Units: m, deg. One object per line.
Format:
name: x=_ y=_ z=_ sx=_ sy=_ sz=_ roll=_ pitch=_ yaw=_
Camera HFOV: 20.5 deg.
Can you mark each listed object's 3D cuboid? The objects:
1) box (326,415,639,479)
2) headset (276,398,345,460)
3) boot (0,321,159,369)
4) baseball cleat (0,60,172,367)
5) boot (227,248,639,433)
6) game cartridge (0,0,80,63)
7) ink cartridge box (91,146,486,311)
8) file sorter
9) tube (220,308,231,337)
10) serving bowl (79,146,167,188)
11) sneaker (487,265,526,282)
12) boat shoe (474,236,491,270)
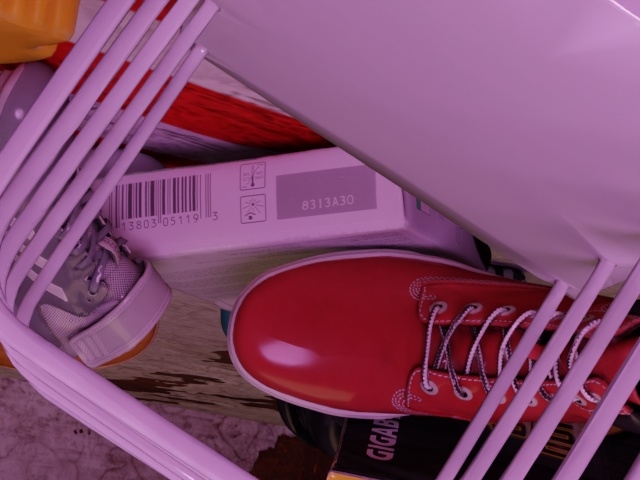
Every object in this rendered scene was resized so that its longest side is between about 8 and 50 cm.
box: x=0.138 y=0.131 z=1.003 sx=0.257 sy=0.079 sz=0.322 roll=12 pitch=-166 yaw=4
headset: x=0.098 y=0.131 z=1.456 sx=0.243 sy=0.185 sz=0.394 roll=33 pitch=178 yaw=18
boot: x=-0.249 y=0.031 z=1.307 sx=0.295 sy=0.104 sz=0.211 roll=14 pitch=170 yaw=-13
baseball cleat: x=-0.121 y=-0.008 z=0.889 sx=0.109 sy=0.072 sz=0.206 roll=24 pitch=148 yaw=6
boot: x=0.079 y=0.050 z=0.851 sx=0.244 sy=0.088 sz=0.176 roll=5 pitch=178 yaw=-4
game cartridge: x=-0.284 y=-0.117 z=0.625 sx=0.285 sy=0.052 sz=0.324 roll=0 pitch=171 yaw=39
ink cartridge box: x=0.000 y=0.000 z=1.021 sx=0.181 sy=0.056 sz=0.225 roll=-7 pitch=169 yaw=21
file sorter: x=0.006 y=0.006 z=0.565 sx=0.193 sy=0.173 sz=0.277 roll=34 pitch=169 yaw=-2
tube: x=-0.050 y=0.042 z=1.419 sx=0.080 sy=0.052 sz=0.207 roll=-3 pitch=166 yaw=-6
serving bowl: x=-0.124 y=-0.036 z=1.019 sx=0.083 sy=0.027 sz=0.083 roll=-2 pitch=166 yaw=0
sneaker: x=0.104 y=0.079 z=1.342 sx=0.083 sy=0.098 sz=0.223 roll=7 pitch=170 yaw=2
boat shoe: x=0.054 y=0.016 z=1.153 sx=0.042 sy=0.049 sz=0.133 roll=24 pitch=158 yaw=-36
